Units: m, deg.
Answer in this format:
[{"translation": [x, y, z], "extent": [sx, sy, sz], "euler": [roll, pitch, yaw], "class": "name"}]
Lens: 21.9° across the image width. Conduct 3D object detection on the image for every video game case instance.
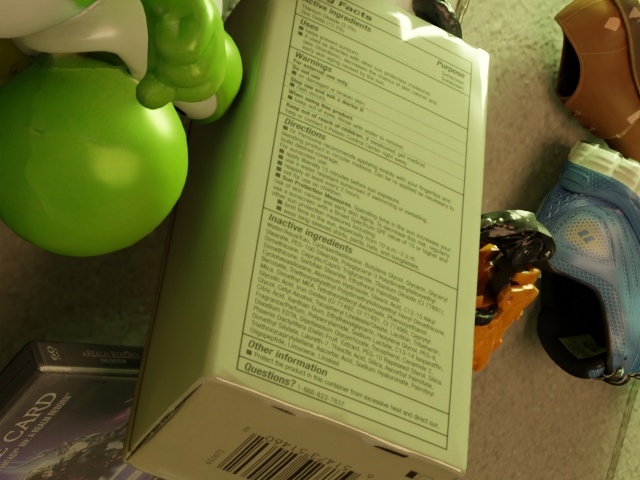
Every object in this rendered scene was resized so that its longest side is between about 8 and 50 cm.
[{"translation": [-0.116, 0.132, 1.021], "extent": [0.274, 0.026, 0.196], "euler": [8, 136, -45], "class": "video game case"}]

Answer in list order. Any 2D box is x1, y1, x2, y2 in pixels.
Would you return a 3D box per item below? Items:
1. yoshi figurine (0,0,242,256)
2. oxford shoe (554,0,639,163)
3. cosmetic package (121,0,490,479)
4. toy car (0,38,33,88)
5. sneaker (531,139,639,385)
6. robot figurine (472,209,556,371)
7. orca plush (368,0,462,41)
[{"translation": [-0.144, -0.099, 0.787], "extent": [0.203, 0.203, 0.362], "euler": [-40, 153, 6], "class": "yoshi figurine"}, {"translation": [0.231, -0.115, 1.353], "extent": [0.076, 0.076, 0.212], "euler": [-23, 128, -3], "class": "oxford shoe"}, {"translation": [0.000, 0.000, 0.959], "extent": [0.160, 0.113, 0.309], "euler": [24, 49, -18], "class": "cosmetic package"}, {"translation": [-0.210, -0.159, 0.883], "extent": [0.225, 0.053, 0.239], "euler": [11, 96, -47], "class": "toy car"}, {"translation": [0.254, 0.068, 1.407], "extent": [0.147, 0.130, 0.330], "euler": [-46, 126, -10], "class": "sneaker"}, {"translation": [0.037, 0.049, 1.157], "extent": [0.291, 0.085, 0.211], "euler": [-7, 139, -45], "class": "robot figurine"}, {"translation": [0.037, -0.141, 1.109], "extent": [0.287, 0.151, 0.102], "euler": [49, 38, -40], "class": "orca plush"}]
